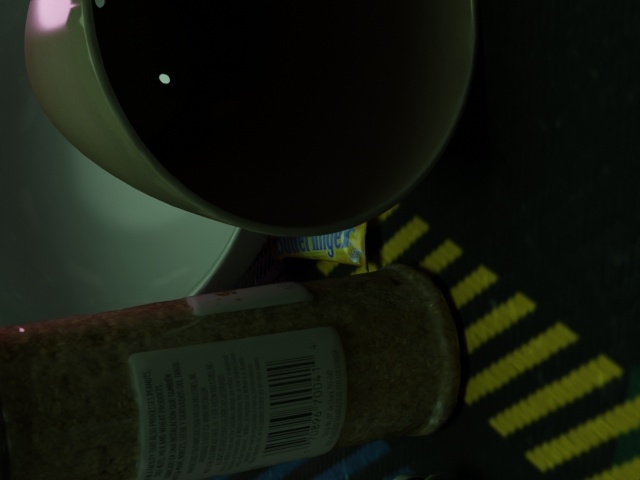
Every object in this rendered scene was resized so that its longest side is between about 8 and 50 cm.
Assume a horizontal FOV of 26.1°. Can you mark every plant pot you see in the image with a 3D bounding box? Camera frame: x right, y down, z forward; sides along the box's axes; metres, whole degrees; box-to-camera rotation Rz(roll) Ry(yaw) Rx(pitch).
[{"bbox_3d":[-0.083,-0.129,0.886,0.274,0.256,0.256,-1,95,59],"label":"plant pot"}]

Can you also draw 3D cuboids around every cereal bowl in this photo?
[{"bbox_3d":[-0.172,-0.074,1.130,0.339,0.141,0.339,-2,85,21],"label":"cereal bowl"}]

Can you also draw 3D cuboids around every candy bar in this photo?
[{"bbox_3d":[0.000,0.000,1.049,0.161,0.018,0.040,5,100,63],"label":"candy bar"}]

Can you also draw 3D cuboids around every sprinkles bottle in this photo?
[{"bbox_3d":[-0.089,0.094,0.865,0.121,0.355,0.121,26,119,60],"label":"sprinkles bottle"}]

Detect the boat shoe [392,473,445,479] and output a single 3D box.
[{"bbox_3d":[0.061,0.188,0.892,0.226,0.083,0.075,-38,63,61],"label":"boat shoe"}]
